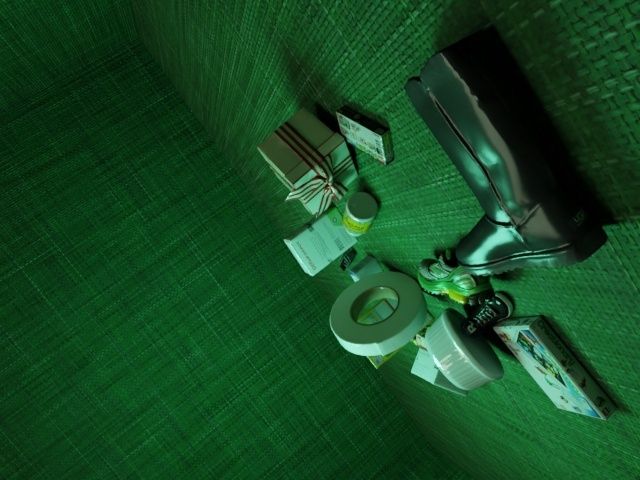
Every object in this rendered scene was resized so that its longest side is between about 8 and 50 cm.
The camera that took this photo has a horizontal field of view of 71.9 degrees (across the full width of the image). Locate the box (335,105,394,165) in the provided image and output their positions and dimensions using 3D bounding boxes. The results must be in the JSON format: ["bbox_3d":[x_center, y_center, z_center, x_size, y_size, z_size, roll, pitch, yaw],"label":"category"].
[{"bbox_3d":[0.132,-0.315,1.320,0.207,0.036,0.114,42,162,38],"label":"box"}]

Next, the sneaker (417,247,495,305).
[{"bbox_3d":[0.397,0.085,1.318,0.343,0.134,0.146,-168,68,-75],"label":"sneaker"}]

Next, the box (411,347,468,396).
[{"bbox_3d":[0.517,0.554,1.868,0.182,0.119,0.181,25,171,-17],"label":"box"}]

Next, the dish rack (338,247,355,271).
[{"bbox_3d":[0.072,0.017,2.248,0.271,0.074,0.208,51,165,11],"label":"dish rack"}]

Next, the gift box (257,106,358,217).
[{"bbox_3d":[-0.042,-0.245,1.524,0.258,0.276,0.255,46,-179,29],"label":"gift box"}]

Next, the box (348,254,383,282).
[{"bbox_3d":[0.218,0.160,2.011,0.137,0.126,0.072,59,164,-23],"label":"box"}]

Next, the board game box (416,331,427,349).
[{"bbox_3d":[0.484,0.397,1.686,0.193,0.146,0.045,-154,60,-63],"label":"board game box"}]

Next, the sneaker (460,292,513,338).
[{"bbox_3d":[0.491,0.239,1.327,0.079,0.121,0.217,47,165,20],"label":"sneaker"}]

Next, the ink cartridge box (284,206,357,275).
[{"bbox_3d":[0.000,0.000,2.021,0.198,0.273,0.115,57,166,-15],"label":"ink cartridge box"}]

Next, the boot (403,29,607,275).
[{"bbox_3d":[0.308,-0.147,0.917,0.445,0.146,0.367,51,157,-6],"label":"boot"}]

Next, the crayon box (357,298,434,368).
[{"bbox_3d":[0.287,0.357,1.858,0.203,0.323,0.083,51,166,11],"label":"crayon box"}]

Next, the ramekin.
[{"bbox_3d":[0.463,0.365,1.456,0.273,0.127,0.273,38,-158,-19],"label":"ramekin"}]

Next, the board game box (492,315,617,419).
[{"bbox_3d":[0.645,0.351,1.242,0.305,0.053,0.193,52,167,5],"label":"board game box"}]

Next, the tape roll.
[{"bbox_3d":[0.224,0.279,1.741,0.392,0.392,0.072,32,154,56],"label":"tape roll"}]

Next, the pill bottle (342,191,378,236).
[{"bbox_3d":[0.143,-0.090,1.663,0.117,0.117,0.208,50,166,12],"label":"pill bottle"}]

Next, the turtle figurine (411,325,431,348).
[{"bbox_3d":[0.367,0.410,1.963,0.217,0.269,0.087,14,123,31],"label":"turtle figurine"}]
